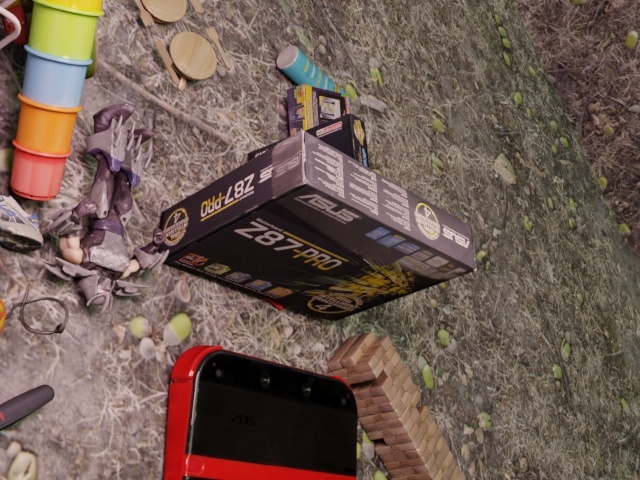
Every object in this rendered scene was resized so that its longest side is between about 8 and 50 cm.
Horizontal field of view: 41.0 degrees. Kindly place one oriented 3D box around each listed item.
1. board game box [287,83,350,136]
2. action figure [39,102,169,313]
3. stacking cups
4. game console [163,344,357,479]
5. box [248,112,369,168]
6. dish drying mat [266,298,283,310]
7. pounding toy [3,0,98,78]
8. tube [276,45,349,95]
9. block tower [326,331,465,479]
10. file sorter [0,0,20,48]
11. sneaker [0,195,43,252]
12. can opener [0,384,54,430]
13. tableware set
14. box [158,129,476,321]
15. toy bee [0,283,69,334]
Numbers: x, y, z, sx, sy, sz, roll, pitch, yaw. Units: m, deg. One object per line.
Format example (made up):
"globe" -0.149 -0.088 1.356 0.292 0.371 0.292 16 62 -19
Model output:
"board game box" 0.002 -0.202 1.643 0.141 0.048 0.170 2 83 -49
"action figure" -0.291 -0.037 1.186 0.185 0.099 0.285 36 52 -58
"stacking cups" -0.331 -0.205 1.085 0.096 0.096 0.316 -10 118 -52
"game console" -0.080 0.353 1.316 0.386 0.060 0.342 22 63 -43
"box" -0.020 -0.097 1.447 0.051 0.220 0.175 23 57 -52
"dish drying mat" -0.090 0.085 1.453 0.083 0.008 0.032 41 45 -33
"pounding toy" -0.388 -0.333 1.172 0.110 0.183 0.237 -13 88 -25
"tube" -0.006 -0.310 1.711 0.207 0.052 0.080 35 60 -46
"block tower" 0.141 0.332 1.560 0.335 0.091 0.097 60 39 -12
"file sorter" -0.462 -0.375 1.054 0.173 0.193 0.277 28 54 -45
"sneaker" -0.413 -0.032 1.082 0.135 0.052 0.058 34 40 -47
"can opener" -0.384 0.209 0.991 0.186 0.059 0.073 -20 89 -52
"tableware set" -0.244 -0.352 1.439 0.128 0.039 0.194 -27 90 -41
"box" 0.000 0.000 1.335 0.395 0.318 0.097 25 51 -41
"toy bee" -0.413 0.098 0.923 0.195 0.162 0.298 13 42 2
